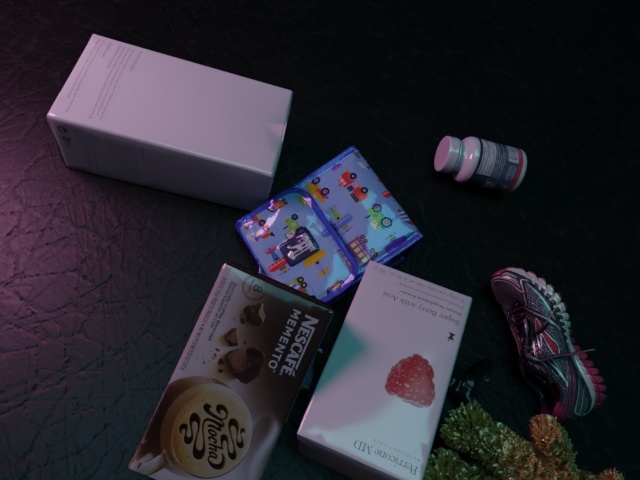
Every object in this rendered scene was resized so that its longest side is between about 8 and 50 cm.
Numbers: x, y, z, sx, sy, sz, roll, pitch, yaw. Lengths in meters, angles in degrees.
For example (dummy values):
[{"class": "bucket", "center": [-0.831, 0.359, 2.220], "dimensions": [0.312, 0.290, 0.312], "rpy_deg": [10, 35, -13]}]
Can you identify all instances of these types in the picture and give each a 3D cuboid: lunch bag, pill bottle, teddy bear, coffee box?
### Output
[{"class": "lunch bag", "center": [0.000, 0.000, 0.903], "dimensions": [0.293, 0.138, 0.220], "rpy_deg": [-32, 76, -14]}, {"class": "pill bottle", "center": [0.357, -0.175, 1.085], "dimensions": [0.180, 0.108, 0.107], "rpy_deg": [12, 61, -9]}, {"class": "teddy bear", "center": [0.319, 0.386, 0.745], "dimensions": [0.338, 0.113, 0.245], "rpy_deg": [43, 83, 0]}, {"class": "coffee box", "center": [-0.118, 0.196, 0.690], "dimensions": [0.168, 0.119, 0.297], "rpy_deg": [25, 85, -3]}]

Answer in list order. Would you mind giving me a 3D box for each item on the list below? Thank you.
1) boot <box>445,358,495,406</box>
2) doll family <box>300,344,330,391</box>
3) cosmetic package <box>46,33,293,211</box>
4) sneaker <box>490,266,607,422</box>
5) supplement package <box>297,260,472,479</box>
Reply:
[{"class": "boot", "center": [0.255, 0.239, 0.883], "dimensions": [0.099, 0.045, 0.121], "rpy_deg": [37, 58, 12]}, {"class": "doll family", "center": [-0.081, 0.182, 0.801], "dimensions": [0.193, 0.076, 0.111], "rpy_deg": [18, 57, -10]}, {"class": "cosmetic package", "center": [-0.261, -0.211, 0.907], "dimensions": [0.385, 0.156, 0.217], "rpy_deg": [16, 61, -9]}, {"class": "sneaker", "center": [0.412, 0.188, 0.907], "dimensions": [0.112, 0.121, 0.299], "rpy_deg": [-18, 70, -21]}, {"class": "supplement package", "center": [0.100, 0.216, 0.755], "dimensions": [0.178, 0.175, 0.292], "rpy_deg": [20, 59, 10]}]
